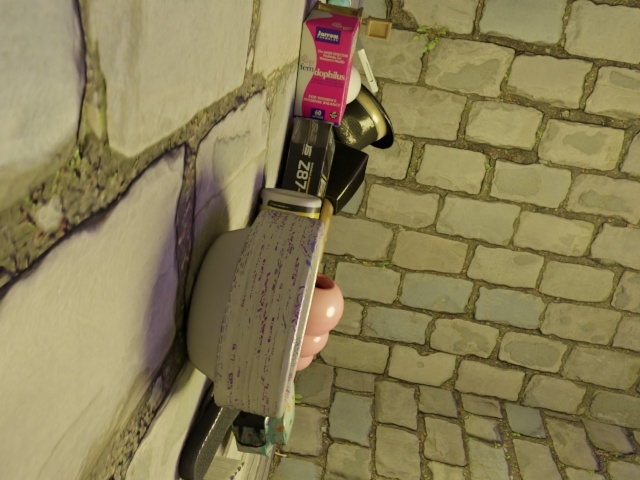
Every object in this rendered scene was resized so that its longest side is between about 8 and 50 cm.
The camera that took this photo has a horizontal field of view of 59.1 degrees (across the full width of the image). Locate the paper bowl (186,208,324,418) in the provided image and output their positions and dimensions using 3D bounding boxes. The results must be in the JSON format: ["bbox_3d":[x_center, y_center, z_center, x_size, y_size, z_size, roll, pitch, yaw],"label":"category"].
[{"bbox_3d":[-0.092,0.095,0.799,0.284,0.148,0.284,11,90,-87],"label":"paper bowl"}]

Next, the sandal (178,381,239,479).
[{"bbox_3d":[-0.176,0.278,0.949,0.254,0.055,0.097,-59,155,-53],"label":"sandal"}]

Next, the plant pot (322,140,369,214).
[{"bbox_3d":[0.025,-0.189,1.735,0.187,0.188,0.166,93,20,-71],"label":"plant pot"}]

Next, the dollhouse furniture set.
[{"bbox_3d":[0.067,-0.464,1.339,0.101,0.182,0.160,-75,175,-54],"label":"dollhouse furniture set"}]

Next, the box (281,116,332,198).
[{"bbox_3d":[-0.039,-0.123,1.446,0.395,0.097,0.318,-38,138,-87],"label":"box"}]

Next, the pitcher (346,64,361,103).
[{"bbox_3d":[0.040,-0.470,1.558,0.207,0.126,0.177,-15,103,-74],"label":"pitcher"}]

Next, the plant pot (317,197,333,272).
[{"bbox_3d":[0.000,0.000,1.568,0.236,0.032,0.236,14,90,-88],"label":"plant pot"}]

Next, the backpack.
[{"bbox_3d":[-0.131,0.393,1.278,0.165,0.145,0.188,-83,-176,-47],"label":"backpack"}]

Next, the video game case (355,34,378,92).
[{"bbox_3d":[0.115,-0.561,1.640,0.183,0.023,0.201,52,21,-60],"label":"video game case"}]

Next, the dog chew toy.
[{"bbox_3d":[-0.055,0.263,1.745,0.206,0.207,0.331,-71,180,-67],"label":"dog chew toy"}]

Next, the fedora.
[{"bbox_3d":[0.084,-0.376,1.803,0.152,0.334,0.334,-46,172,-8],"label":"fedora"}]

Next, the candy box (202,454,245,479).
[{"bbox_3d":[-0.199,0.487,1.001,0.196,0.070,0.164,81,20,-80],"label":"candy box"}]

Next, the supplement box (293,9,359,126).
[{"bbox_3d":[0.012,-0.386,1.271,0.114,0.111,0.220,-73,173,-54],"label":"supplement box"}]

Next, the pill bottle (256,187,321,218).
[{"bbox_3d":[-0.074,0.010,1.094,0.119,0.119,0.208,-63,165,-79],"label":"pill bottle"}]

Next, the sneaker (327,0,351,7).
[{"bbox_3d":[0.043,-0.602,1.519,0.162,0.064,0.073,89,16,-75],"label":"sneaker"}]
